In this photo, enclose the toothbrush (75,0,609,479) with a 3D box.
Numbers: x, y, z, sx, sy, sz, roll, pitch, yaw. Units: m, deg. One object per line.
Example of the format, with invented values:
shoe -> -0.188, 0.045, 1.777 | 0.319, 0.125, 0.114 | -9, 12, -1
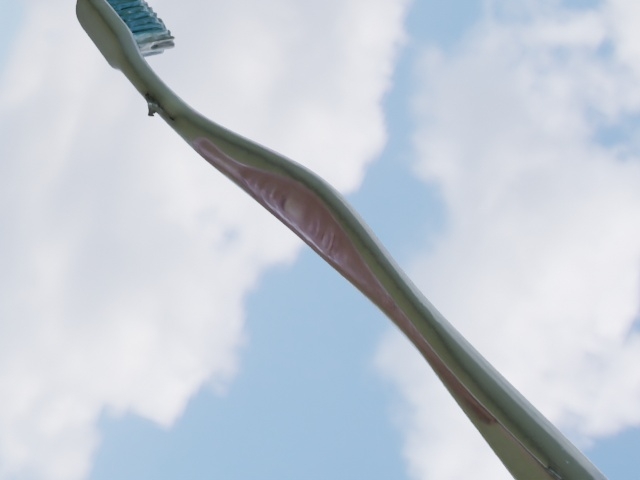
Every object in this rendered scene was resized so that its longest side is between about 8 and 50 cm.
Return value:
toothbrush -> 0.000, 0.000, 0.436 | 0.204, 0.022, 0.017 | 47, -35, 33
